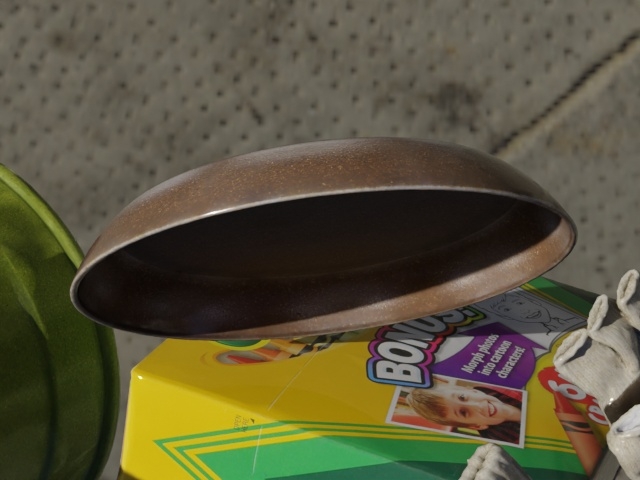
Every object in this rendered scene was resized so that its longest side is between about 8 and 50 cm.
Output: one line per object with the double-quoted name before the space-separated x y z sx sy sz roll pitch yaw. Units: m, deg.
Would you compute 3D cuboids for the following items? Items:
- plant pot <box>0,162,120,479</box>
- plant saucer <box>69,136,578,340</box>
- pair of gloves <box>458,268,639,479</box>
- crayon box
"plant pot" -0.407 0.129 1.413 0.366 0.353 0.366 8 107 28
"plant saucer" 0.000 0.000 1.118 0.311 0.050 0.310 -8 164 -2
"pair of gloves" 0.163 0.145 0.937 0.042 0.240 0.204 -8 123 45
"crayon box" 0.070 0.115 1.362 0.313 0.363 0.106 18 114 15
